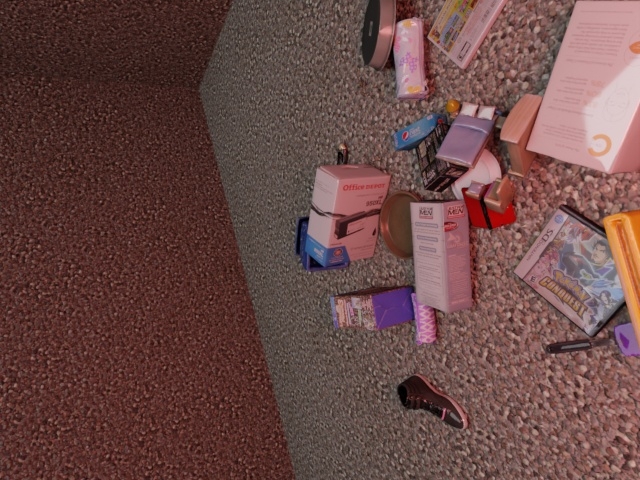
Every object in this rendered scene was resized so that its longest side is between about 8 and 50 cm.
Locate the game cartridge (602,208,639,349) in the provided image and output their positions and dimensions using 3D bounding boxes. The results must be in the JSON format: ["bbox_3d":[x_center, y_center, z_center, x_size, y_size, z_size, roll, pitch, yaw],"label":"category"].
[{"bbox_3d":[0.722,0.067,0.868,0.052,0.323,0.286,-22,79,59],"label":"game cartridge"}]

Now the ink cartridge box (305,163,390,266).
[{"bbox_3d":[0.112,-0.114,1.808,0.166,0.285,0.396,38,128,45],"label":"ink cartridge box"}]

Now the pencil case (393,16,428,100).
[{"bbox_3d":[0.324,-0.646,1.515,0.124,0.113,0.274,-177,81,-70],"label":"pencil case"}]

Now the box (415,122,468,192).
[{"bbox_3d":[0.410,-0.280,1.431,0.147,0.077,0.180,133,137,-54],"label":"box"}]

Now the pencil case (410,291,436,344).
[{"bbox_3d":[0.400,0.300,1.642,0.086,0.088,0.206,-5,92,59],"label":"pencil case"}]

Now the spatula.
[{"bbox_3d":[0.752,0.280,1.140,0.296,0.030,0.084,-35,62,55],"label":"spatula"}]

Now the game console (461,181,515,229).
[{"bbox_3d":[0.534,-0.116,1.340,0.124,0.085,0.144,-19,105,15],"label":"game console"}]

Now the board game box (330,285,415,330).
[{"bbox_3d":[0.221,0.283,1.782,0.291,0.231,0.141,-14,85,57],"label":"board game box"}]

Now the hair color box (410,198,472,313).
[{"bbox_3d":[0.424,0.046,1.486,0.185,0.113,0.375,-166,68,-66],"label":"hair color box"}]

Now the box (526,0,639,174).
[{"bbox_3d":[0.677,-0.354,0.986,0.215,0.168,0.346,38,127,47],"label":"box"}]

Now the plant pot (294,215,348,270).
[{"bbox_3d":[0.000,0.000,2.071,0.212,0.235,0.236,37,127,56],"label":"plant pot"}]

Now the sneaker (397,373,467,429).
[{"bbox_3d":[0.418,0.645,1.637,0.295,0.146,0.105,34,123,48],"label":"sneaker"}]

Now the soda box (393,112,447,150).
[{"bbox_3d":[0.365,-0.395,1.549,0.210,0.071,0.068,-14,83,57],"label":"soda box"}]

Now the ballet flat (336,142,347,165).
[{"bbox_3d":[0.094,-0.373,1.997,0.057,0.049,0.173,29,121,50],"label":"ballet flat"}]

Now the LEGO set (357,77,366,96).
[{"bbox_3d":[0.183,-0.669,1.822,0.054,0.023,0.083,11,119,58],"label":"LEGO set"}]

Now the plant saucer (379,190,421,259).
[{"bbox_3d":[0.341,-0.062,1.693,0.277,0.041,0.278,20,114,54],"label":"plant saucer"}]

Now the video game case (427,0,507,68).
[{"bbox_3d":[0.466,-0.715,1.363,0.206,0.026,0.227,60,143,30],"label":"video game case"}]

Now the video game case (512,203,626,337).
[{"bbox_3d":[0.701,0.078,1.146,0.275,0.035,0.249,52,132,40],"label":"video game case"}]

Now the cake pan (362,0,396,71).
[{"bbox_3d":[0.215,-0.802,1.600,0.293,0.054,0.294,-179,90,-80],"label":"cake pan"}]

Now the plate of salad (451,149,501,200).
[{"bbox_3d":[0.513,-0.206,1.385,0.199,0.048,0.200,23,118,54],"label":"plate of salad"}]

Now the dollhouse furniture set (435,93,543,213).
[{"bbox_3d":[0.435,-0.283,1.205,0.303,0.198,0.287,28,86,36],"label":"dollhouse furniture set"}]
